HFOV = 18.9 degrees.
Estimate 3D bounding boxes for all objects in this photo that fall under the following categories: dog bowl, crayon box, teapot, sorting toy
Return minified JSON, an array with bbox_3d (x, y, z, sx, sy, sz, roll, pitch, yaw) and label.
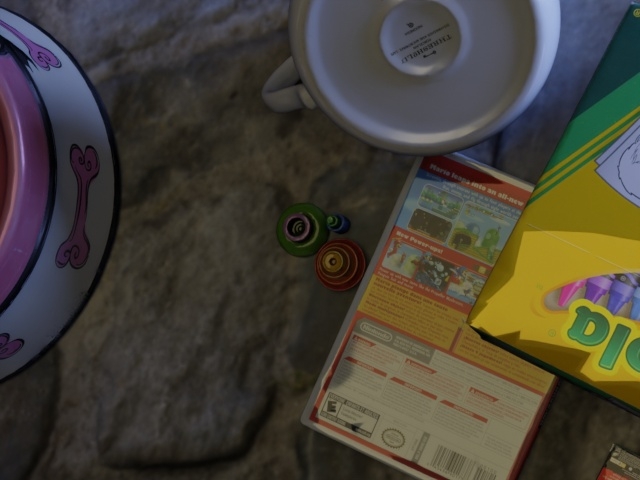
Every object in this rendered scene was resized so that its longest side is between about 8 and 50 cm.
[{"bbox_3d":[-0.409,-0.051,1.840,0.408,0.150,0.407,-2,82,16],"label":"dog bowl"},{"bbox_3d":[0.356,0.018,1.617,0.363,0.106,0.313,26,83,15],"label":"crayon box"},{"bbox_3d":[0.090,-0.204,1.707,0.256,0.187,0.252,12,114,0],"label":"teapot"},{"bbox_3d":[0.000,0.000,1.773,0.102,0.042,0.061,40,95,17],"label":"sorting toy"}]

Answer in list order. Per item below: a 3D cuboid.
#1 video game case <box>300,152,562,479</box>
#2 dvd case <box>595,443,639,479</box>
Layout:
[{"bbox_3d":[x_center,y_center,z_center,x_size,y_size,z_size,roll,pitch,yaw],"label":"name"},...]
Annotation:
[{"bbox_3d":[0.128,0.077,1.736,0.204,0.025,0.285,24,90,17],"label":"video game case"},{"bbox_3d":[0.269,0.250,1.681,0.087,0.013,0.119,27,90,17],"label":"dvd case"}]
